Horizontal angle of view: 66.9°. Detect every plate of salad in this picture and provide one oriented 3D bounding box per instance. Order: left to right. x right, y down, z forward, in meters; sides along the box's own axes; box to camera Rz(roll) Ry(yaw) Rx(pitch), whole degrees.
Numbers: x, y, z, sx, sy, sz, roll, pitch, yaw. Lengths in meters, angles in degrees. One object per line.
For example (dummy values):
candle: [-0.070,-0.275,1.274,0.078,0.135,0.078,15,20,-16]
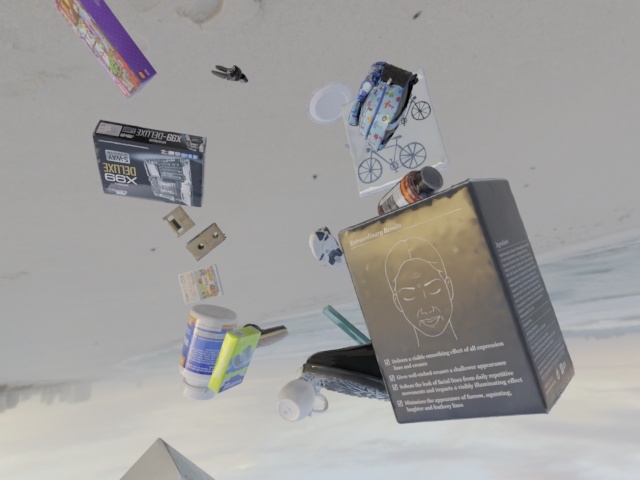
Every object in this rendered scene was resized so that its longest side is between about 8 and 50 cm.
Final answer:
plate of salad: [0.037,-0.550,1.926,0.199,0.048,0.200,-15,144,-11]

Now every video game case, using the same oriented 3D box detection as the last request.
video game case: [-0.327,0.120,1.322,0.121,0.087,0.011,-15,178,19]

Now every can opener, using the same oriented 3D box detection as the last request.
can opener: [-0.346,-0.613,1.787,0.186,0.059,0.073,25,158,36]

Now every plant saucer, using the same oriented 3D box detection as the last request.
plant saucer: [0.084,0.265,1.451,0.192,0.018,0.067,40,156,-1]

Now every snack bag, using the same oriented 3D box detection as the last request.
snack bag: [0.230,-0.348,1.592,0.322,0.343,0.037,-18,170,29]

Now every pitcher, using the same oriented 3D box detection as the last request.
pitcher: [-0.055,0.557,1.688,0.125,0.178,0.207,-43,176,22]

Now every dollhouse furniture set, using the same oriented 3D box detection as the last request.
dollhouse furniture set: [-0.433,-0.045,1.679,0.129,0.184,0.129,-38,-167,-8]

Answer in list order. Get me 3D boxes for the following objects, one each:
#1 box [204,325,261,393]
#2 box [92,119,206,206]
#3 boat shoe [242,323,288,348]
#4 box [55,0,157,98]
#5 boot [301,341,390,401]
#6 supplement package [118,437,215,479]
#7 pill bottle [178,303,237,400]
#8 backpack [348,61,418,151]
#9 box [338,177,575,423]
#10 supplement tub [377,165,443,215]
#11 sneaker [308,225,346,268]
box: [-0.227,0.316,1.260,0.042,0.178,0.109,25,-170,24]
box: [-0.506,-0.225,1.467,0.307,0.077,0.243,8,141,-10]
boat shoe: [-0.261,0.353,1.793,0.285,0.093,0.103,-18,152,6]
box: [-0.569,-0.532,1.278,0.057,0.293,0.200,-44,-157,-21]
boot: [0.161,0.176,1.260,0.366,0.446,0.146,15,153,-9]
supplement package: [-0.321,0.571,1.007,0.149,0.194,0.203,19,150,53]
pill bottle: [-0.360,0.351,1.526,0.152,0.272,0.152,13,-175,-1]
backpack: [0.132,-0.296,1.096,0.116,0.173,0.158,24,145,0]
box: [0.254,0.115,0.935,0.293,0.396,0.211,-21,174,38]
supplement tub: [0.242,-0.117,1.296,0.105,0.106,0.198,3,154,-26]
sneaker: [0.000,0.000,1.722,0.094,0.153,0.235,-50,142,8]
